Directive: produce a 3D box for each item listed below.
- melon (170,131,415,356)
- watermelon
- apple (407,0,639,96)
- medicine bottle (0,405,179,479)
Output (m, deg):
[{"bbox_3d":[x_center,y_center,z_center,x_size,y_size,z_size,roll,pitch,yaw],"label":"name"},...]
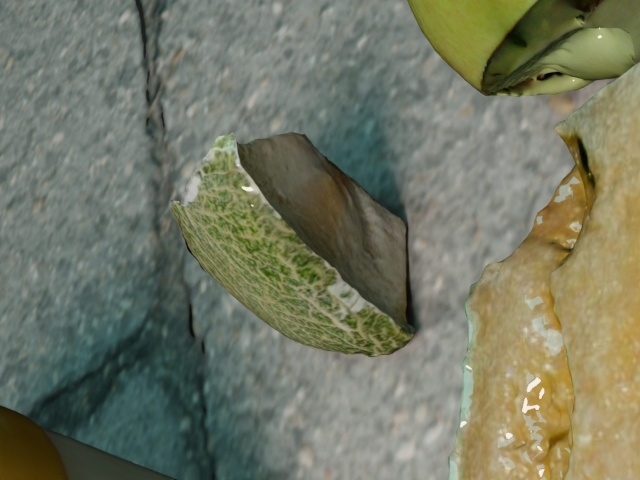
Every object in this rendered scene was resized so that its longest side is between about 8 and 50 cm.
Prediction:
[{"bbox_3d":[0.000,0.005,1.025,0.139,0.202,0.093,41,81,18],"label":"melon"},{"bbox_3d":[0.186,0.026,0.752,0.302,0.151,0.264,159,117,-63],"label":"watermelon"},{"bbox_3d":[0.121,-0.166,0.912,0.188,0.174,0.207,-28,31,51],"label":"apple"},{"bbox_3d":[-0.153,0.215,0.970,0.238,0.232,0.238,-29,48,38],"label":"medicine bottle"}]
